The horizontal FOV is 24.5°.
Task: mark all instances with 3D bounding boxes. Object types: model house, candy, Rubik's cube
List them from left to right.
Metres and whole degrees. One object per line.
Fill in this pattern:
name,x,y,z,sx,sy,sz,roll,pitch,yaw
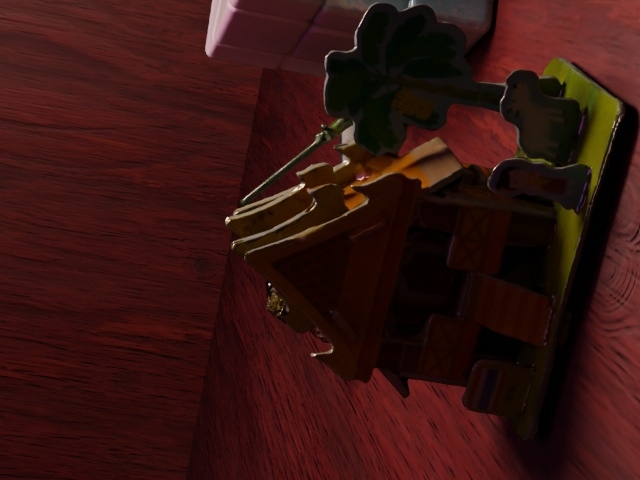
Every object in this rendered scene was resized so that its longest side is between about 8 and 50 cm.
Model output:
candy,0.002,-0.152,2.119,0.091,0.305,0.083,53,-179,24
Rubik's cube,0.043,-0.393,1.889,0.319,0.316,0.321,141,138,-76
model house,0.082,-0.030,1.374,0.242,0.313,0.357,-113,35,-67

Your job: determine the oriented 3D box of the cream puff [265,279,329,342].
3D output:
cream puff,-0.006,0.057,2.149,0.183,0.169,0.183,-171,90,-81

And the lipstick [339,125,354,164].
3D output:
lipstick,0.066,-0.099,2.143,0.289,0.076,0.077,-89,-2,-49
